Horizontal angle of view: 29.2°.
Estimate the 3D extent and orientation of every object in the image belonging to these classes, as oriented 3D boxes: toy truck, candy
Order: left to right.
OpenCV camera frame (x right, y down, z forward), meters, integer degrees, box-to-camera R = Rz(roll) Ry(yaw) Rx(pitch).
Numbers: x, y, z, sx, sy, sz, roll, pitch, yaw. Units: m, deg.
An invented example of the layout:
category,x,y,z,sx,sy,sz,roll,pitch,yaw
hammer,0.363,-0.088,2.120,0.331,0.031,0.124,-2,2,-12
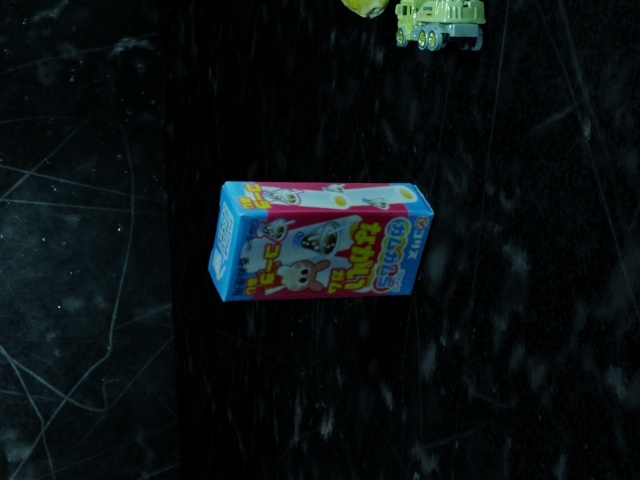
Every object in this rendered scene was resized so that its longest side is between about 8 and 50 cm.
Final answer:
category,x,y,z,sx,sy,sz,roll,pitch,yaw
candy,0.000,0.000,1.809,0.100,0.306,0.157,-121,37,-51
toy truck,0.165,-0.314,1.697,0.169,0.077,0.100,-149,58,-68

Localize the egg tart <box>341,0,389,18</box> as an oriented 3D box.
category,x,y,z,sx,sy,sz,roll,pitch,yaw
egg tart,0.105,-0.477,1.806,0.315,0.120,0.315,179,90,-69
